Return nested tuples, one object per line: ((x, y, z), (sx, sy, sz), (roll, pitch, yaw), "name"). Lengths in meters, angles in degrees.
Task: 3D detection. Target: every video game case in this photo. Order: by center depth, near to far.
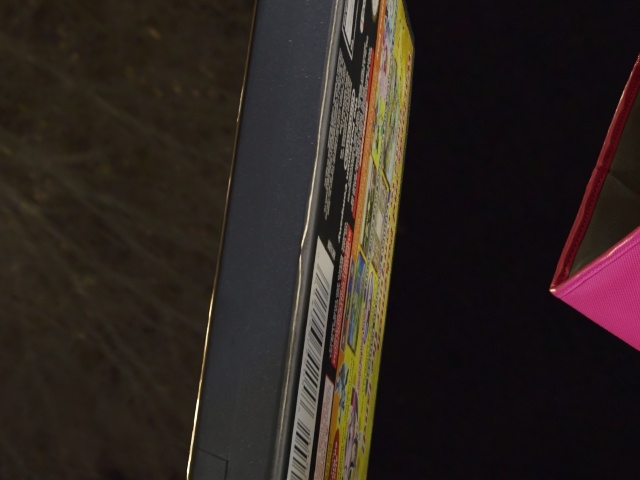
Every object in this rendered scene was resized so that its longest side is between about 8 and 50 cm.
((0.000, 0.000, 0.736), (0.035, 0.248, 0.274), (5, -103, 9), "video game case")

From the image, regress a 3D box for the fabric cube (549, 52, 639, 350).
((0.346, -0.036, 1.150), (0.254, 0.258, 0.259), (-44, -165, 52), "fabric cube")
